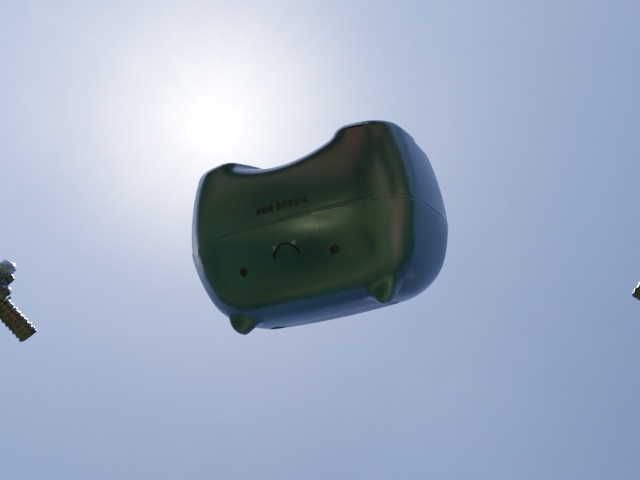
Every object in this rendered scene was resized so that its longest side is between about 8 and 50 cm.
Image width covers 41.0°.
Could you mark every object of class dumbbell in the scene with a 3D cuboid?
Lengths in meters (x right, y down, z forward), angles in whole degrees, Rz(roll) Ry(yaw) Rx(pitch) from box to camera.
[{"bbox_3d":[-0.390,0.008,0.889,0.081,0.081,0.254,-41,-82,-5],"label":"dumbbell"}]

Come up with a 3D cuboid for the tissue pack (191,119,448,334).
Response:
[{"bbox_3d":[0.000,0.000,1.005,0.287,0.198,0.206,-13,-107,22],"label":"tissue pack"}]

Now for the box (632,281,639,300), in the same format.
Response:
[{"bbox_3d":[0.394,0.056,0.933,0.084,0.063,0.060,39,-61,41],"label":"box"}]
